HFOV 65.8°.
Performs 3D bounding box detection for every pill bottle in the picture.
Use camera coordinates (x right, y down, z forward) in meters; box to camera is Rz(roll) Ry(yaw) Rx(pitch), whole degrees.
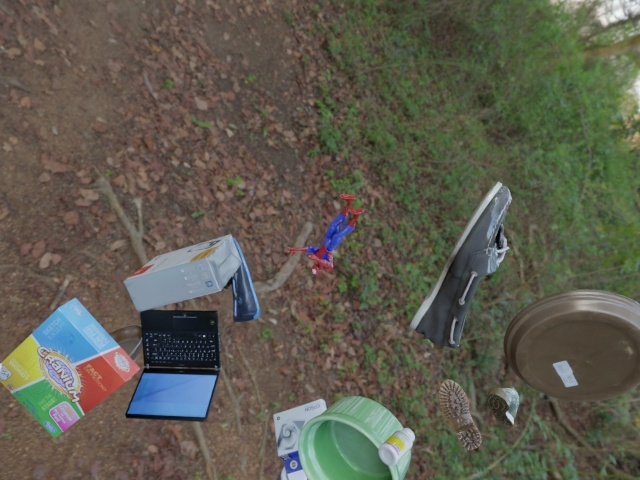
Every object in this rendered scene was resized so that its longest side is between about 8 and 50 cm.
[{"bbox_3d":[-0.116,0.986,2.051,0.111,0.187,0.112,9,51,-11],"label":"pill bottle"},{"bbox_3d":[0.153,0.404,0.976,0.083,0.043,0.044,-16,85,-49],"label":"pill bottle"}]

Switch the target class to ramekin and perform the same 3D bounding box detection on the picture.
[{"bbox_3d":[0.101,0.586,1.369,0.148,0.303,0.304,-26,93,-54],"label":"ramekin"}]

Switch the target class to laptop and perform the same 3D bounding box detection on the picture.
[{"bbox_3d":[-0.405,0.335,1.352,0.136,0.234,0.265,-41,130,-79],"label":"laptop"}]

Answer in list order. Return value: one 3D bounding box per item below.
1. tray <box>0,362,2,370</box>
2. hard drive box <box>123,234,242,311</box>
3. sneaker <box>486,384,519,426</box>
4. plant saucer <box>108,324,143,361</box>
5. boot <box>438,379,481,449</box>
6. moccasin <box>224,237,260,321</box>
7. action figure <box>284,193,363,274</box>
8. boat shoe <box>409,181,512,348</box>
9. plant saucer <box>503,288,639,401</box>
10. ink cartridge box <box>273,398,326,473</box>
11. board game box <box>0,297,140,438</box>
[{"bbox_3d":[-0.787,0.413,1.099,0.030,0.145,0.271,29,53,-45],"label":"tray"},{"bbox_3d":[-0.341,0.080,1.254,0.181,0.232,0.089,-67,139,-70],"label":"hard drive box"},{"bbox_3d":[0.511,0.437,1.379,0.086,0.064,0.192,-58,137,-29],"label":"sneaker"},{"bbox_3d":[-0.664,0.375,1.504,0.050,0.310,0.311,62,29,-20],"label":"plant saucer"},{"bbox_3d":[0.286,0.358,1.057,0.085,0.059,0.158,-94,162,-79],"label":"boot"},{"bbox_3d":[-0.323,0.141,1.851,0.138,0.116,0.342,91,-20,-57],"label":"moccasin"},{"bbox_3d":[0.000,0.000,1.376,0.138,0.280,0.092,-2,46,-28],"label":"action figure"},{"bbox_3d":[0.256,0.055,0.835,0.095,0.335,0.112,31,40,15],"label":"boat shoe"},{"bbox_3d":[0.497,0.214,0.944,0.278,0.277,0.041,56,30,-21],"label":"plant saucer"},{"bbox_3d":[-0.065,0.753,1.903,0.045,0.223,0.224,47,24,-55],"label":"ink cartridge box"},{"bbox_3d":[-0.648,0.328,1.254,0.242,0.316,0.064,49,21,-5],"label":"board game box"}]
